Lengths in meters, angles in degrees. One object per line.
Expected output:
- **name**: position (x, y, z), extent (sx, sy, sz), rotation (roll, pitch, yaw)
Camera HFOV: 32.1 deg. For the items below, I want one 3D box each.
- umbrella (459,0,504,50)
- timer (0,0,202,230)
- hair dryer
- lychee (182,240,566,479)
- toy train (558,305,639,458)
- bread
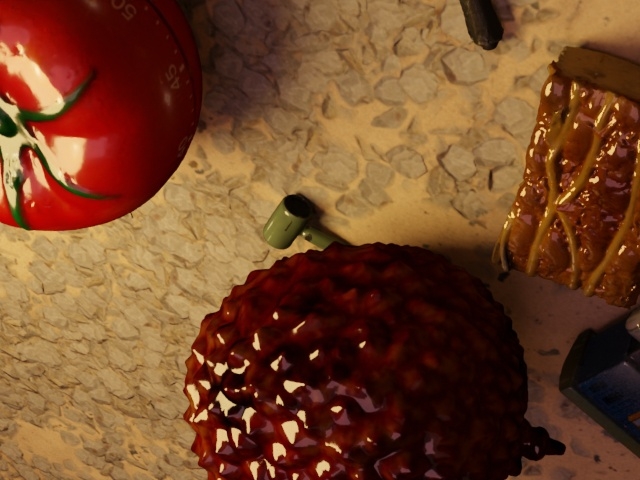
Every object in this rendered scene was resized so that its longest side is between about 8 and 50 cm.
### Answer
- **umbrella**: position (0.164, -0.266, 1.206), extent (0.036, 0.031, 0.133), rotation (13, 137, 47)
- **timer**: position (-0.326, -0.197, 1.335), extent (0.378, 0.279, 0.378), rotation (12, 131, 14)
- **hair dryer**: position (0.000, 0.000, 1.511), extent (0.150, 0.047, 0.071), rotation (29, 134, -8)
- **lychee**: position (0.076, 0.206, 1.395), extent (0.500, 0.424, 0.424), rotation (11, 134, -3)
- **toy train**: position (0.463, 0.205, 1.395), extent (0.300, 0.131, 0.202), rotation (40, 136, -10)
- **bread**: position (0.314, -0.067, 1.248), extent (0.185, 0.114, 0.274), rotation (19, 132, 10)
